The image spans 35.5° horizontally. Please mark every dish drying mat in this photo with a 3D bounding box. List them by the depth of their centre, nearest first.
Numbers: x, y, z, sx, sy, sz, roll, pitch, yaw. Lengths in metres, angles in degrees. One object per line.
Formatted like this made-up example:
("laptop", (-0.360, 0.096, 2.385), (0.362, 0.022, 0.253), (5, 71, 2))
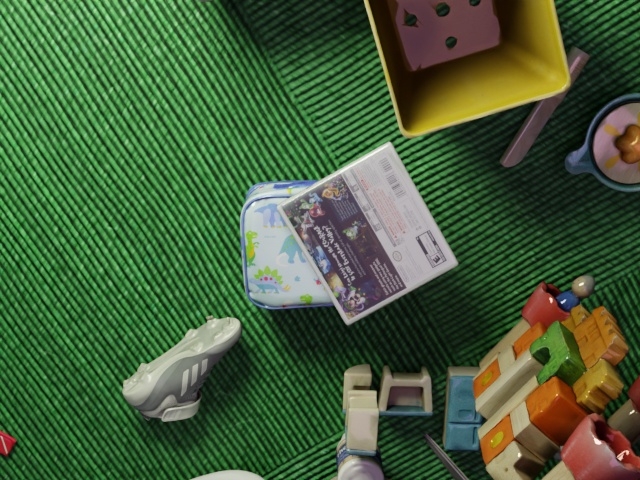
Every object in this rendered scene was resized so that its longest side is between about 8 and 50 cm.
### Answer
("dish drying mat", (-0.500, 0.292, 1.498), (0.083, 0.008, 0.032), (31, 104, -9))

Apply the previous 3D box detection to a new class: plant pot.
("plant pot", (0.166, -0.275, 1.248), (0.212, 0.187, 0.212), (-17, 110, 3))

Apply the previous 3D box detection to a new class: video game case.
("video game case", (0.063, -0.007, 1.322), (0.173, 0.022, 0.190), (-29, 102, 6))

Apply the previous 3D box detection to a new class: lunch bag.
("lunch bag", (0.000, 0.000, 1.379), (0.218, 0.090, 0.176), (-3, 107, 0))

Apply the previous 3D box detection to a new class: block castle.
("block castle", (0.382, 0.245, 1.275), (0.303, 0.453, 0.213), (37, 109, -10))

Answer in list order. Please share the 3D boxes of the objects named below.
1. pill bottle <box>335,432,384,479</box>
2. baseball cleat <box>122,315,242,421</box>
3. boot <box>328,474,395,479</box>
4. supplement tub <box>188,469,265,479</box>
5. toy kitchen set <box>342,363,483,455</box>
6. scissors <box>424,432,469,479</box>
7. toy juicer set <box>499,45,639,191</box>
("pill bottle", (0.056, 0.322, 1.457), (0.067, 0.120, 0.067), (0, 106, -1))
("baseball cleat", (-0.184, 0.190, 1.452), (0.205, 0.072, 0.109), (-30, 118, 12))
("boot", (0.150, 0.517, 1.429), (0.138, 0.284, 0.377), (-42, 103, 10))
("supplement tub", (-0.129, 0.519, 1.474), (0.193, 0.193, 0.316), (-11, 107, 2))
("toy kitchen set", (0.136, 0.265, 1.418), (0.207, 0.166, 0.122), (1, 106, -1))
("scissors", (0.261, 0.409, 1.500), (0.109, 0.021, 0.297), (-19, 102, 49))
("toy juicer set", (0.426, -0.168, 1.338), (0.328, 0.089, 0.209), (9, 106, -3))
